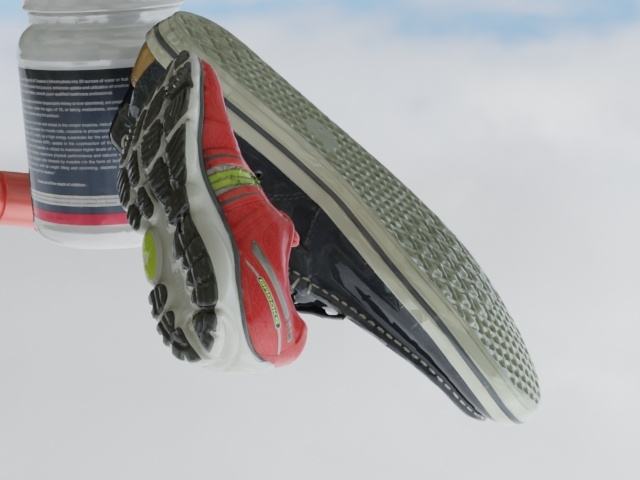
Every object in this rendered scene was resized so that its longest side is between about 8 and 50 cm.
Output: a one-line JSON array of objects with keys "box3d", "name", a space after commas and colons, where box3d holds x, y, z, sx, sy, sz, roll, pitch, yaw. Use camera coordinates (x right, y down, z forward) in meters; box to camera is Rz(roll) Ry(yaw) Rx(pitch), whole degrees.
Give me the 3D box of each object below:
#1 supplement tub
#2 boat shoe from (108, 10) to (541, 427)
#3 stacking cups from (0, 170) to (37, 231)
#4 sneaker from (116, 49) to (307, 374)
[{"box3d": [-0.224, -0.139, 1.372, 0.191, 0.272, 0.191, -2, -165, 1], "name": "supplement tub"}, {"box3d": [0.000, 0.000, 1.191, 0.500, 0.156, 0.187, 43, -162, 6], "name": "boat shoe"}, {"box3d": [-0.251, -0.046, 1.561, 0.316, 0.096, 0.096, 8, -170, -37], "name": "stacking cups"}, {"box3d": [-0.076, -0.019, 0.966, 0.118, 0.107, 0.279, 14, -130, -36], "name": "sneaker"}]
